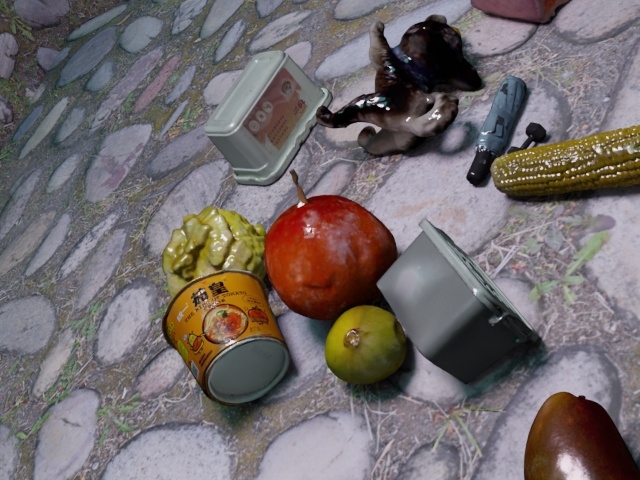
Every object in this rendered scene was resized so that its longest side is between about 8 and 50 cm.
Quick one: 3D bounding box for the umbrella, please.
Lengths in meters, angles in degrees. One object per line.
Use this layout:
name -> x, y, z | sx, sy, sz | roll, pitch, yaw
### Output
umbrella -> 0.332, -0.212, 1.397 | 0.052, 0.053, 0.250 | 4, 56, 43

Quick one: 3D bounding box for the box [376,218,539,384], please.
box -> 0.200, 0.098, 1.140 | 0.135, 0.163, 0.243 | -46, 37, 11

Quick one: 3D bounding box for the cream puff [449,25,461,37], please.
cream puff -> 0.280, -0.450, 1.673 | 0.083, 0.058, 0.083 | -21, 40, 37

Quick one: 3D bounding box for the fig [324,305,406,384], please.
fig -> 0.074, 0.172, 1.211 | 0.136, 0.121, 0.153 | -59, 16, -12

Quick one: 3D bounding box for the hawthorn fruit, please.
hawthorn fruit -> 0.000, 0.000, 1.306 | 0.242, 0.271, 0.242 | -27, 16, 8

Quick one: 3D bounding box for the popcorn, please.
popcorn -> -0.225, 0.044, 1.534 | 0.259, 0.212, 0.259 | -25, 33, 18

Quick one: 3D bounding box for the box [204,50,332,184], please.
box -> -0.139, -0.309, 1.813 | 0.175, 0.182, 0.311 | 8, 61, 46

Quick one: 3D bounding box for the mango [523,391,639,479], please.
mango -> 0.313, 0.301, 0.866 | 0.133, 0.111, 0.267 | -16, 41, 8

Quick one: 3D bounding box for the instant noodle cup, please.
instant noodle cup -> -0.163, 0.184, 1.349 | 0.216, 0.216, 0.172 | -40, 46, 3

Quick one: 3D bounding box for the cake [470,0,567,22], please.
cake -> 0.411, -0.638, 1.540 | 0.237, 0.309, 0.230 | -44, 41, -7

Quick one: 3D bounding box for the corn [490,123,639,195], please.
corn -> 0.426, -0.125, 1.195 | 0.320, 0.097, 0.097 | -7, 50, 40

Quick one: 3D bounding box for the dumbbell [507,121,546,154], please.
dumbbell -> 0.373, -0.174, 1.337 | 0.036, 0.040, 0.083 | 36, 80, 22

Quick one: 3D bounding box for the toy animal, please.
toy animal -> 0.200, -0.333, 1.530 | 0.303, 0.194, 0.344 | 2, 60, 49
